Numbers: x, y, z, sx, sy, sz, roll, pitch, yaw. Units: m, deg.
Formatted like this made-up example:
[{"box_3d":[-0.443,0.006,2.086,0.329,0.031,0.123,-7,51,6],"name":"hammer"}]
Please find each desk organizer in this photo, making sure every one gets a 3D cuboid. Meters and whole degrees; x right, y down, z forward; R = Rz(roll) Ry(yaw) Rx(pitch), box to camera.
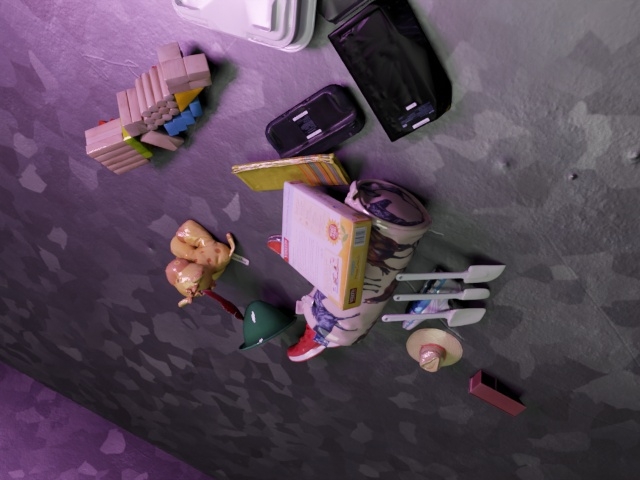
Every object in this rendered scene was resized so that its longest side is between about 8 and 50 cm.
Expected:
[{"box_3d":[0.440,0.379,1.131,0.130,0.047,0.050,28,129,1],"name":"desk organizer"}]

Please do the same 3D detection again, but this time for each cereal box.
[{"box_3d":[0.000,0.000,0.870,0.240,0.047,0.173,37,130,49],"name":"cereal box"}]

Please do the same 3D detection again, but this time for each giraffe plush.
[{"box_3d":[-0.312,0.075,1.144,0.210,0.170,0.181,12,129,15],"name":"giraffe plush"}]

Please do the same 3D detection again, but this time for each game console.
[{"box_3d":[0.038,-0.252,0.824,0.361,0.044,0.213,-22,113,34],"name":"game console"}]

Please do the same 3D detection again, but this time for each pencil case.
[{"box_3d":[0.079,0.056,0.961,0.183,0.160,0.410,7,134,-15],"name":"pencil case"}]

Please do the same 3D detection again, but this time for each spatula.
[{"box_3d":[0.253,0.120,0.945,0.241,0.019,0.168,-1,130,-16],"name":"spatula"}]

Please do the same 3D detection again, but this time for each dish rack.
[{"box_3d":[-0.134,-0.470,0.688,0.285,0.072,0.333,23,133,16],"name":"dish rack"}]

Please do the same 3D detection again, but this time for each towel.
[{"box_3d":[-0.061,-0.133,0.944,0.237,0.021,0.102,-2,154,25],"name":"towel"}]

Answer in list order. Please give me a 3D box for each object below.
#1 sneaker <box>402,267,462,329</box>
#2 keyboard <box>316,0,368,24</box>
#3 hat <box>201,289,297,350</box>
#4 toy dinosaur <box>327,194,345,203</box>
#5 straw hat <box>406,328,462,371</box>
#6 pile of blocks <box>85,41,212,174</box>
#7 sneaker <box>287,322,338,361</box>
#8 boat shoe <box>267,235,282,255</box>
[{"box_3d":[0.251,0.149,1.024,0.082,0.071,0.191,25,132,-3],"name":"sneaker"},{"box_3d":[0.078,-0.477,0.639,0.317,0.033,0.201,-22,115,34],"name":"keyboard"},{"box_3d":[-0.176,0.167,1.185,0.173,0.208,0.184,-28,90,-8],"name":"hat"},{"box_3d":[0.020,-0.057,0.985,0.090,0.047,0.082,-15,100,44],"name":"toy dinosaur"},{"box_3d":[0.275,0.289,1.124,0.144,0.061,0.145,13,129,16],"name":"straw hat"},{"box_3d":[-0.346,-0.278,0.949,0.362,0.149,0.113,-29,68,28],"name":"pile of blocks"},{"box_3d":[-0.023,0.233,1.213,0.221,0.087,0.128,-29,102,25],"name":"sneaker"},{"box_3d":[-0.069,0.030,1.088,0.137,0.043,0.049,23,133,8],"name":"boat shoe"}]
